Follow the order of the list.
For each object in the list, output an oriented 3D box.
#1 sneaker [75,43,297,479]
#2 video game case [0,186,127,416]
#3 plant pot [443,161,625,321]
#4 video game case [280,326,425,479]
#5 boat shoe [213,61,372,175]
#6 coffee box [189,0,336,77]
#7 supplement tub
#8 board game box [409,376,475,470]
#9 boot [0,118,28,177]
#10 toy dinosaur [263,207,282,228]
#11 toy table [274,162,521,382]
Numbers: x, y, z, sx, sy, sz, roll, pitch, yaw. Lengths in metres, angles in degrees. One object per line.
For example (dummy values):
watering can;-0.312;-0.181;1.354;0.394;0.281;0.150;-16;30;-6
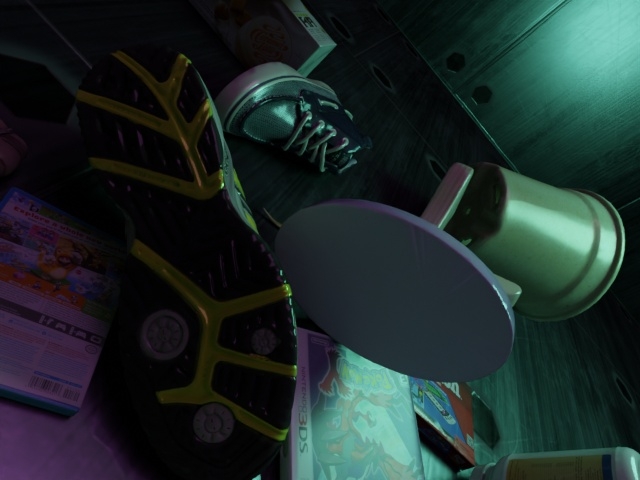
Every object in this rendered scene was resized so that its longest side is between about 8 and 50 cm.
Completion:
sneaker;-0.105;0.018;0.435;0.147;0.145;0.384;90;-13;-80
video game case;-0.225;0.043;0.376;0.119;0.015;0.166;33;36;-29
plant pot;0.428;-0.016;1.057;0.306;0.334;0.333;21;42;-25
video game case;0.039;0.203;0.528;0.201;0.023;0.183;23;48;-35
boat shoe;-0.020;-0.182;0.761;0.158;0.127;0.341;48;30;7
coffee box;-0.109;-0.407;0.860;0.246;0.141;0.098;50;31;-6
supplement tub;0.304;0.340;0.580;0.144;0.200;0.144;29;50;-41
board game box;0.129;0.191;0.686;0.281;0.027;0.145;44;31;-14
boot;-0.310;-0.093;0.382;0.118;0.042;0.087;45;26;-15
toy dinosaur;0.000;0.000;0.697;0.183;0.053;0.092;2;48;-31
toy table;0.102;0.033;0.564;0.274;0.252;0.161;38;30;12
